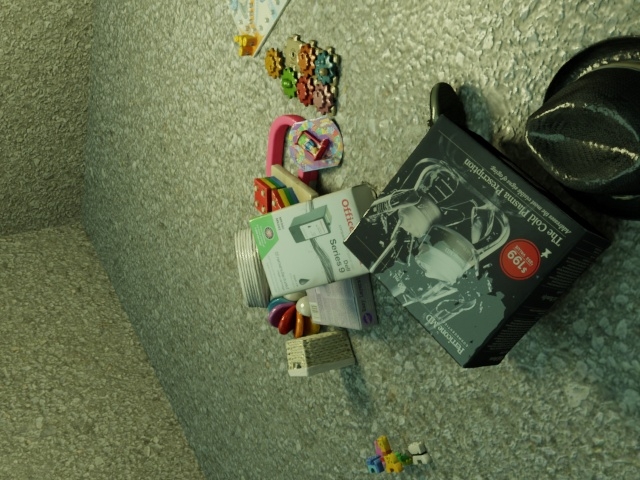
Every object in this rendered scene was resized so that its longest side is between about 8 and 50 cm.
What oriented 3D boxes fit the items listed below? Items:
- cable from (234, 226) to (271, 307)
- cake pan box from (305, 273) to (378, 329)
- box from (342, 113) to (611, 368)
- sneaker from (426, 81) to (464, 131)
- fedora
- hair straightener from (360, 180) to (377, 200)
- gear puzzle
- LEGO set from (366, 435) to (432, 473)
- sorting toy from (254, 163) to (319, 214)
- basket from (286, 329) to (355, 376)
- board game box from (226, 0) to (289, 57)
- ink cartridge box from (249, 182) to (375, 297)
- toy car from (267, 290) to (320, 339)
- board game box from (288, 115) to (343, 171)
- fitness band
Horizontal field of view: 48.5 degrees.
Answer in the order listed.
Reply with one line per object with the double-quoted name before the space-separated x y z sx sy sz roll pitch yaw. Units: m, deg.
"cable" -0.205 0.085 2.199 0.257 0.089 0.257 96 167 -80
"cake pan box" 0.042 0.115 1.947 0.246 0.070 0.266 -5 98 60
"box" 0.276 0.004 1.302 0.343 0.179 0.312 47 110 30
"sneaker" 0.242 -0.212 1.492 0.130 0.087 0.227 0 108 50
"fedora" 0.449 -0.168 1.130 0.334 0.153 0.333 27 123 50
"hair straightener" 0.138 -0.041 1.775 0.089 0.047 0.230 -16 83 34
"gear puzzle" -0.067 -0.458 1.909 0.339 0.044 0.175 36 130 46
"LEGO set" 0.183 0.560 1.888 0.227 0.087 0.093 -30 77 56
"sorting toy" -0.102 -0.046 1.958 0.255 0.089 0.257 41 136 53
"basket" -0.004 0.318 2.008 0.113 0.167 0.103 -18 82 58
"board game box" -0.207 -0.782 1.993 0.390 0.050 0.389 -42 67 55
"ink cartridge box" 0.000 0.000 1.739 0.289 0.121 0.211 -17 92 24
"toy car" -0.088 0.226 2.124 0.182 0.136 0.159 41 135 42
"board game box" -0.022 -0.251 1.870 0.169 0.033 0.133 -7 100 32
"fitness band" -0.087 -0.214 2.028 0.209 0.054 0.290 40 132 43
